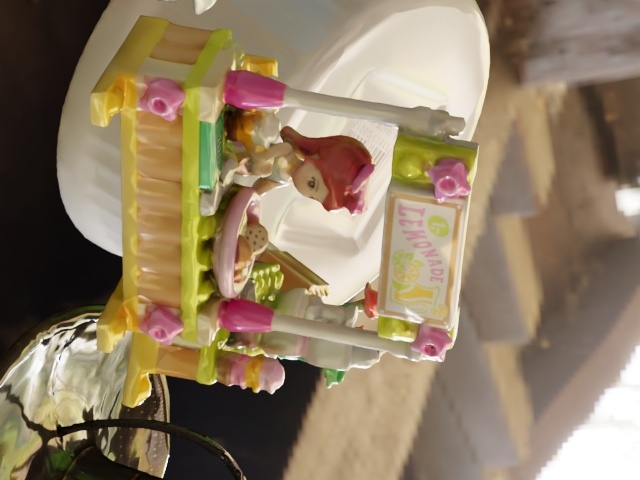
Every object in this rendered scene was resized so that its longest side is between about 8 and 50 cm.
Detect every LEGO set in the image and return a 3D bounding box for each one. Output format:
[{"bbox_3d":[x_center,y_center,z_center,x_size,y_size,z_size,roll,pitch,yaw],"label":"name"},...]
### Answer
[{"bbox_3d":[0.000,0.000,0.614,0.287,0.107,0.132,85,-163,-58],"label":"LEGO set"}]

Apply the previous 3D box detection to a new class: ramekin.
[{"bbox_3d":[-0.018,-0.079,1.184,0.277,0.135,0.277,-39,-31,-29],"label":"ramekin"}]

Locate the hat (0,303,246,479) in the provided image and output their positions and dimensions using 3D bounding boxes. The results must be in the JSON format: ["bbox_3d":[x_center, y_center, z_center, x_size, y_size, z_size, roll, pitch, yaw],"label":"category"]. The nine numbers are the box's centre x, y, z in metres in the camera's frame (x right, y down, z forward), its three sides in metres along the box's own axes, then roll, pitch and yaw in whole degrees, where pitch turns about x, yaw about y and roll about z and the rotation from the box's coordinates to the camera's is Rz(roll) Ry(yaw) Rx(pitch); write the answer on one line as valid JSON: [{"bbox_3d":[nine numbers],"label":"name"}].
[{"bbox_3d":[-0.062,0.179,0.707,0.331,0.134,0.331,14,-90,-82],"label":"hat"}]
